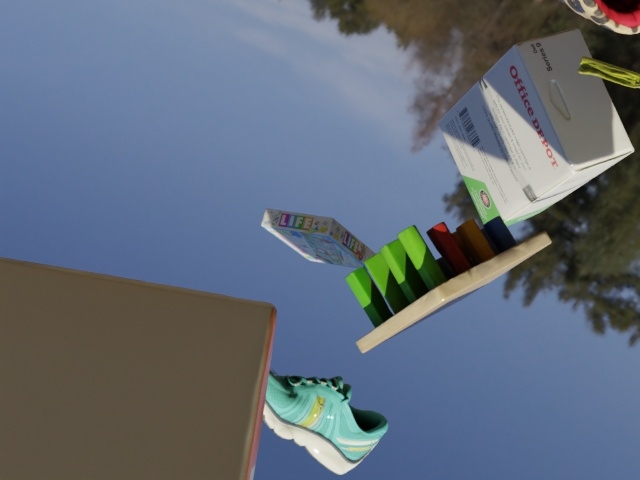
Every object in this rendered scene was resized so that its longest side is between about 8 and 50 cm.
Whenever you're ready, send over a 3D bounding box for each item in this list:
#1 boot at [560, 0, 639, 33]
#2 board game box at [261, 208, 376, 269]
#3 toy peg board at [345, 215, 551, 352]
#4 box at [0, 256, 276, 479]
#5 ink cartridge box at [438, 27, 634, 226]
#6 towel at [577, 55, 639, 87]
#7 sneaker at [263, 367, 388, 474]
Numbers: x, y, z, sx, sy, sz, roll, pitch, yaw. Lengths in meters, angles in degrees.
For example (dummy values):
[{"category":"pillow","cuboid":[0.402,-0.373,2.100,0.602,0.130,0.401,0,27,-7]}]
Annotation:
[{"category":"boot","cuboid":[0.154,-0.340,0.670,0.138,0.377,0.284,-7,-148,-19]},{"category":"board game box","cuboid":[0.000,0.000,1.383,0.103,0.026,0.154,9,165,28]},{"category":"toy peg board","cuboid":[0.117,0.026,1.020,0.161,0.161,0.079,-24,-100,-34]},{"category":"box","cuboid":[-0.128,0.199,0.365,0.168,0.215,0.345,9,-139,-2]},{"category":"ink cartridge box","cuboid":[0.324,-0.162,1.559,0.122,0.289,0.211,-18,-100,-21]},{"category":"towel","cuboid":[0.416,-0.169,1.183,0.237,0.021,0.102,9,-163,-33]},{"category":"sneaker","cuboid":[-0.013,0.225,1.431,0.275,0.110,0.107,40,-163,-34]}]
